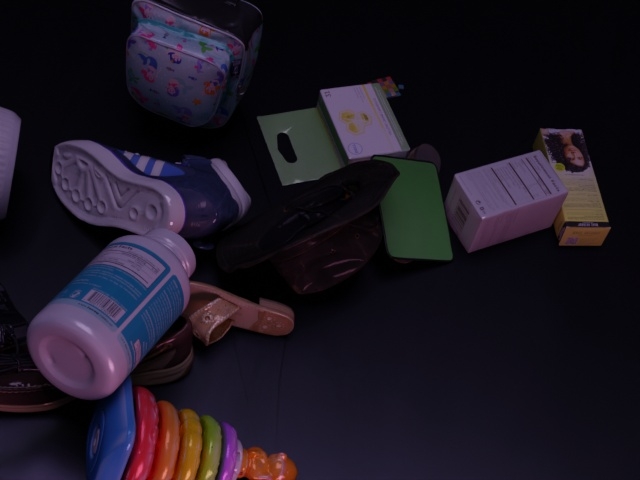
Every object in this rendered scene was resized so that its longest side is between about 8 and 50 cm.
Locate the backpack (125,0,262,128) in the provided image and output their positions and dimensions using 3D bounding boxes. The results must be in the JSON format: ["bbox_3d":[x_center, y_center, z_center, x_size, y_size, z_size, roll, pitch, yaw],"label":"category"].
[{"bbox_3d":[-0.228,-0.311,2.023,0.225,0.253,0.191,22,57,2],"label":"backpack"}]

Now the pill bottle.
[{"bbox_3d":[-0.278,0.090,1.628,0.146,0.146,0.264,27,42,10],"label":"pill bottle"}]

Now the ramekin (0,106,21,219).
[{"bbox_3d":[-0.546,-0.124,1.863,0.109,0.207,0.207,10,52,-16],"label":"ramekin"}]

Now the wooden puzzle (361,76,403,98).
[{"bbox_3d":[0.121,-0.289,2.221,0.083,0.006,0.049,-17,58,-21],"label":"wooden puzzle"}]

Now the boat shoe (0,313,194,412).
[{"bbox_3d":[-0.355,0.164,1.725,0.342,0.123,0.123,-6,55,-14],"label":"boat shoe"}]

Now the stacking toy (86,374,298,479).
[{"bbox_3d":[-0.173,0.305,1.649,0.302,0.175,0.165,12,28,-19],"label":"stacking toy"}]

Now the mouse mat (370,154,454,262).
[{"bbox_3d":[0.157,-0.054,1.987,0.153,0.007,0.189,4,69,-36],"label":"mouse mat"}]

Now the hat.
[{"bbox_3d":[0.000,0.000,1.891,0.331,0.331,0.134,-38,112,-31],"label":"hat"}]

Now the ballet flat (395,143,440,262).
[{"bbox_3d":[0.156,-0.062,2.034,0.084,0.058,0.249,30,55,-23],"label":"ballet flat"}]

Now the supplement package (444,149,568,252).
[{"bbox_3d":[0.320,-0.069,2.031,0.179,0.105,0.105,-16,58,-21],"label":"supplement package"}]

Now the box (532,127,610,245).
[{"bbox_3d":[0.451,-0.099,2.106,0.087,0.058,0.232,0,54,-10],"label":"box"}]

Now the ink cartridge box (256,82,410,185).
[{"bbox_3d":[0.022,-0.195,2.105,0.235,0.056,0.171,-9,56,-19],"label":"ink cartridge box"}]

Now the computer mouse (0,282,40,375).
[{"bbox_3d":[-0.496,0.125,1.638,0.262,0.060,0.184,39,23,32],"label":"computer mouse"}]

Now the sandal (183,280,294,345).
[{"bbox_3d":[-0.159,0.127,1.811,0.240,0.088,0.079,10,47,-9],"label":"sandal"}]

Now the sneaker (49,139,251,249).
[{"bbox_3d":[-0.271,-0.090,1.954,0.323,0.130,0.236,22,21,35],"label":"sneaker"}]
